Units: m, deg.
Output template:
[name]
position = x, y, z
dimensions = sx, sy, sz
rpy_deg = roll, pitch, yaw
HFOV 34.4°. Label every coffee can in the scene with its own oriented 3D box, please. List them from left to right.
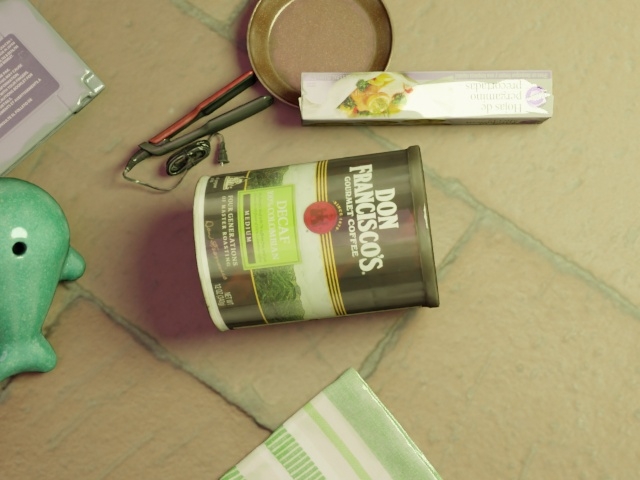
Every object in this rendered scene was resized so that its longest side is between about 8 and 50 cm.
[coffee can]
position = 0.000, 0.000, 1.286
dimensions = 0.275, 0.201, 0.201
rpy_deg = -8, 83, 7

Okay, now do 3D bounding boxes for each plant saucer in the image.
[plant saucer]
position = 0.001, -0.268, 1.394
dimensions = 0.199, 0.036, 0.198
rpy_deg = 0, 84, 3

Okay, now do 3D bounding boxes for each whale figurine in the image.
[whale figurine]
position = -0.402, 0.054, 1.341
dimensions = 0.216, 0.141, 0.272
rpy_deg = -9, 99, -31

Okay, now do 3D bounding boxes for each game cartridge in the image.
[game cartridge]
position = -0.465, -0.185, 1.393
dimensions = 0.294, 0.060, 0.196
rpy_deg = -42, 101, -8

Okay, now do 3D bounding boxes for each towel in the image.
[towel]
position = -0.006, 0.361, 1.331
dimensions = 0.325, 0.038, 0.248
rpy_deg = -40, 80, 1

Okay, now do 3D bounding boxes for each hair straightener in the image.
[hair straightener]
position = -0.161, -0.136, 1.395
dimensions = 0.230, 0.047, 0.089
rpy_deg = -32, 82, -3

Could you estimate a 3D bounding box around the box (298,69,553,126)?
[box]
position = 0.133, -0.183, 1.335
dimensions = 0.324, 0.067, 0.063
rpy_deg = -1, 89, -2
